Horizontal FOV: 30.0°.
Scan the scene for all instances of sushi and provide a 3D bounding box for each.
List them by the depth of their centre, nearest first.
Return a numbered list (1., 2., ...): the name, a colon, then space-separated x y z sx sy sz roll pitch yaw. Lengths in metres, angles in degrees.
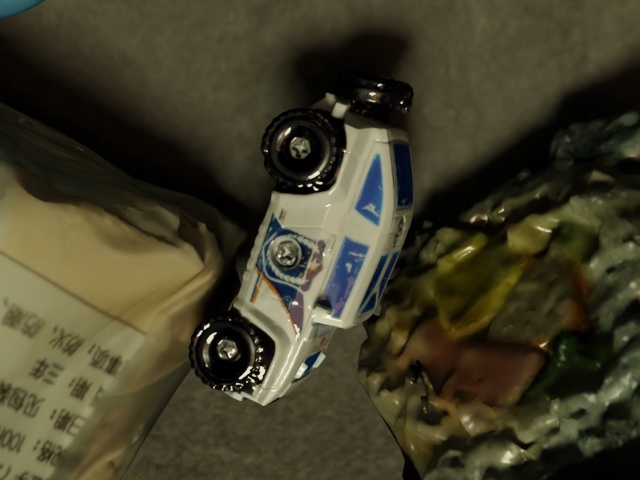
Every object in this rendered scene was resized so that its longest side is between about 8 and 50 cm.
1. sushi: 0.156 0.078 0.605 0.238 0.225 0.219 -11 142 25

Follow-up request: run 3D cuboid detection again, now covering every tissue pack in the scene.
1. tissue pack: -0.252 0.075 0.512 0.375 0.195 0.390 37 84 -32

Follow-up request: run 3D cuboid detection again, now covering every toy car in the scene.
1. toy car: 0.000 0.000 0.579 0.070 0.080 0.171 23 98 13

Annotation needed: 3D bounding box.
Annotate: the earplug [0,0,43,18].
1. earplug: -0.209 -0.172 0.440 0.273 0.132 0.132 25 115 -26
